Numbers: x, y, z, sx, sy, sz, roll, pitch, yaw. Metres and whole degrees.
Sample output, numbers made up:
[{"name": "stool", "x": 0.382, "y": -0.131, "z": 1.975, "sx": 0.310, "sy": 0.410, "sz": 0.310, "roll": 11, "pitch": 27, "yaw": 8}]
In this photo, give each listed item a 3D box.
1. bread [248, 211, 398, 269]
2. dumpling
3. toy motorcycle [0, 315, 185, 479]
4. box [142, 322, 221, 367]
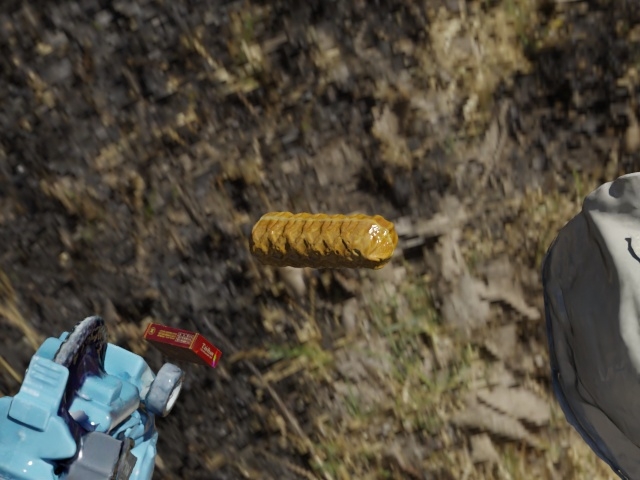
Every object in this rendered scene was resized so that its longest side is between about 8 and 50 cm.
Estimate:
[{"name": "bread", "x": 0.000, "y": 0.000, "z": 1.350, "sx": 0.157, "sy": 0.044, "sz": 0.052, "roll": 2, "pitch": 49, "yaw": 40}, {"name": "dumpling", "x": 0.327, "y": 0.097, "z": 1.536, "sx": 0.260, "sy": 0.341, "sz": 0.181, "roll": 1, "pitch": 48, "yaw": 41}, {"name": "toy motorcycle", "x": -0.151, "y": 0.145, "z": 0.897, "sx": 0.123, "sy": 0.272, "sz": 0.182, "roll": 21, "pitch": 75, "yaw": 9}, {"name": "box", "x": -0.163, "y": 0.124, "z": 1.820, "sx": 0.082, "sy": 0.051, "sz": 0.023, "roll": 10, "pitch": 65, "yaw": 39}]
